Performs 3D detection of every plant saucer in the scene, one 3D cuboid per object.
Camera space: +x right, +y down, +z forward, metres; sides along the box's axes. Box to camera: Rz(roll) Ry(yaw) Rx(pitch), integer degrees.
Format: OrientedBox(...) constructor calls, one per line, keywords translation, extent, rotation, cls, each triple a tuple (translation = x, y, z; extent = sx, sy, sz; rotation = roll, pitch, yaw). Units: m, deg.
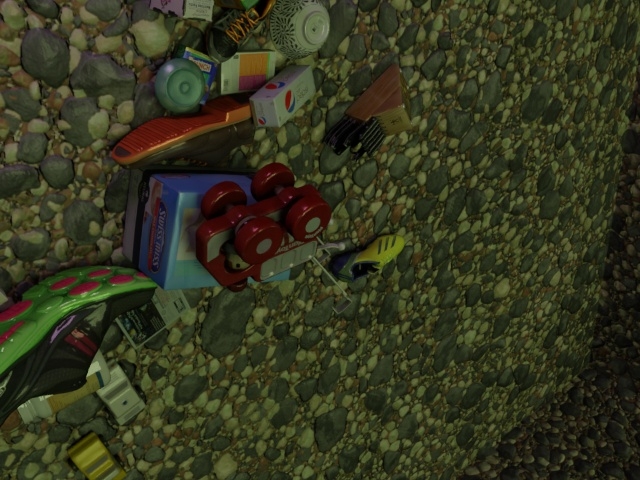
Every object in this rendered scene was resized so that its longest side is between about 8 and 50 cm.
OrientedBox(translation=(-0.301, -0.334, 1.422), extent=(0.119, 0.021, 0.119), rotation=(-16, 119, -31), cls="plant saucer")

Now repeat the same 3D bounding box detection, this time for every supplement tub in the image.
OrientedBox(translation=(-0.590, 0.304, 1.462), extent=(0.199, 0.144, 0.144), rotation=(-27, 127, -29), cls="supplement tub")

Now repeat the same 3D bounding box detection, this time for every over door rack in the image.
OrientedBox(translation=(0.000, 0.000, 1.756), extent=(0.108, 0.239, 0.324), rotation=(-25, 130, 1), cls="over door rack")

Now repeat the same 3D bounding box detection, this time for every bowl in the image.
OrientedBox(translation=(-0.031, -0.518, 1.583), extent=(0.170, 0.080, 0.170), rotation=(-21, 124, -33), cls="bowl")

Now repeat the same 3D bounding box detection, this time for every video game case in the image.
OrientedBox(translation=(-0.419, 0.159, 1.604), extent=(0.173, 0.022, 0.190), rotation=(-38, 143, -21), cls="video game case")

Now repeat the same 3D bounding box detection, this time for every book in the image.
OrientedBox(translation=(-0.176, -0.400, 1.550), extent=(0.144, 0.035, 0.096), rotation=(-14, 121, -35), cls="book")

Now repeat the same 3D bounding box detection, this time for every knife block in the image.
OrientedBox(translation=(0.128, -0.347, 1.823), extent=(0.088, 0.242, 0.276), rotation=(56, 27, -44), cls="knife block")

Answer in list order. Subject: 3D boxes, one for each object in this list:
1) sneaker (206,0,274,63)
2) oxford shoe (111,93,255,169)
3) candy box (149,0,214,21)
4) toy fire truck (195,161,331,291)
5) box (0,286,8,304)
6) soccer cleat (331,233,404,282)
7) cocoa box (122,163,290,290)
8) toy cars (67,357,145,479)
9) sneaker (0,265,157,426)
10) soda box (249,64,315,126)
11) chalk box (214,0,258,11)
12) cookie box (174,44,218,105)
OrientedBox(translation=(-0.177, -0.487, 1.453), extent=(0.084, 0.083, 0.215), rotation=(38, 79, -35), cls="sneaker")
OrientedBox(translation=(-0.290, -0.215, 1.478), extent=(0.363, 0.130, 0.133), rotation=(-27, 131, -30), cls="oxford shoe")
OrientedBox(translation=(-0.267, -0.564, 1.295), extent=(0.071, 0.159, 0.233), rotation=(-5, 115, -39), cls="candy box")
OrientedBox(translation=(-0.123, -0.002, 1.397), extent=(0.302, 0.169, 0.254), rotation=(-25, 141, -30), cls="toy fire truck")
OrientedBox(translation=(-0.776, 0.141, 1.230), extent=(0.311, 0.121, 0.148), rotation=(-40, 132, -19), cls="box")
OrientedBox(translation=(0.167, 0.063, 2.023), extent=(0.289, 0.121, 0.093), rotation=(-22, 124, -32), cls="soccer cleat")
OrientedBox(translation=(-0.247, -0.038, 1.530), extent=(0.347, 0.228, 0.231), rotation=(-2, 112, -41), cls="cocoa box")
OrientedBox(translation=(-0.528, 0.487, 1.651), extent=(0.176, 0.087, 0.394), rotation=(6, 107, -43), cls="toy cars")
OrientedBox(translation=(-0.542, 0.203, 1.362), extent=(0.483, 0.185, 0.202), rotation=(-37, 131, -43), cls="sneaker")
OrientedBox(translation=(-0.088, -0.347, 1.563), extent=(0.216, 0.069, 0.074), rotation=(-56, 144, -48), cls="soda box")
OrientedBox(translation=(-0.151, -0.613, 1.392), extent=(0.213, 0.132, 0.132), rotation=(-49, 135, -12), cls="chalk box")
OrientedBox(translation=(-0.287, -0.369, 1.460), extent=(0.091, 0.040, 0.107), rotation=(13, 102, -43), cls="cookie box")
